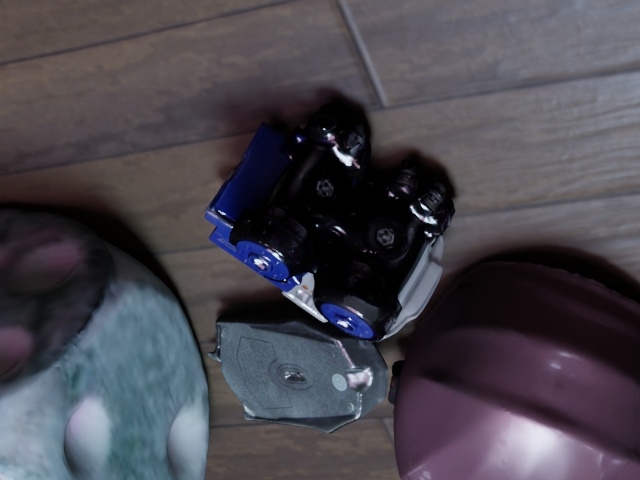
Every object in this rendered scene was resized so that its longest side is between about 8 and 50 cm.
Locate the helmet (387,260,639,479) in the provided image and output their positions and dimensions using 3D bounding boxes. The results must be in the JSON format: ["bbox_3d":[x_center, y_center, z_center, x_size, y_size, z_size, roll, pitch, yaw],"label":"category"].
[{"bbox_3d":[0.188,0.192,1.436,0.271,0.197,0.338,24,132,1],"label":"helmet"}]

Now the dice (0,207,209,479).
[{"bbox_3d":[-0.327,0.192,1.571,0.328,0.330,0.348,1,126,22],"label":"dice"}]

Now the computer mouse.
[{"bbox_3d":[-0.019,0.123,1.553,0.231,0.071,0.126,-2,113,42],"label":"computer mouse"}]

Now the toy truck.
[{"bbox_3d":[0.000,0.000,1.404,0.213,0.161,0.177,36,152,-7],"label":"toy truck"}]
